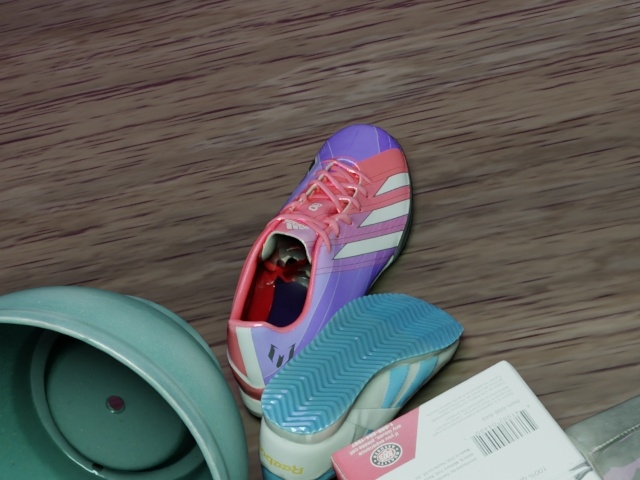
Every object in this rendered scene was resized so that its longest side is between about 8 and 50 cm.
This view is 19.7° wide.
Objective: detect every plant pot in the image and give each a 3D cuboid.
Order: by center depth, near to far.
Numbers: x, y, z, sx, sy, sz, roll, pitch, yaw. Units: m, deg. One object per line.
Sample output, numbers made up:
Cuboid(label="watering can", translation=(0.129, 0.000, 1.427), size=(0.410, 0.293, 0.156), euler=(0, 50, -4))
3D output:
Cuboid(label="plant pot", translation=(-0.178, 0.153, 1.385), size=(0.293, 0.293, 0.196), euler=(-2, 21, 17))

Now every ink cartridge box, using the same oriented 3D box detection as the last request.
Cuboid(label="ink cartridge box", translation=(0.129, 0.214, 1.328), size=(0.159, 0.092, 0.218), euler=(-28, 44, -8))

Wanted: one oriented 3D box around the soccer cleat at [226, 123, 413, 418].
Cuboid(label="soccer cleat", translation=(0.000, 0.000, 1.558), size=(0.109, 0.116, 0.318), euler=(5, 49, 22))

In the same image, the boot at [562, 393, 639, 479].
Cuboid(label="boot", translation=(0.275, 0.114, 1.401), size=(0.208, 0.076, 0.189), euler=(-29, 43, 0))

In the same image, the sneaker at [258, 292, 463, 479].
Cuboid(label="sneaker", translation=(0.028, 0.118, 1.460), size=(0.087, 0.092, 0.229), euler=(31, 41, 27))
